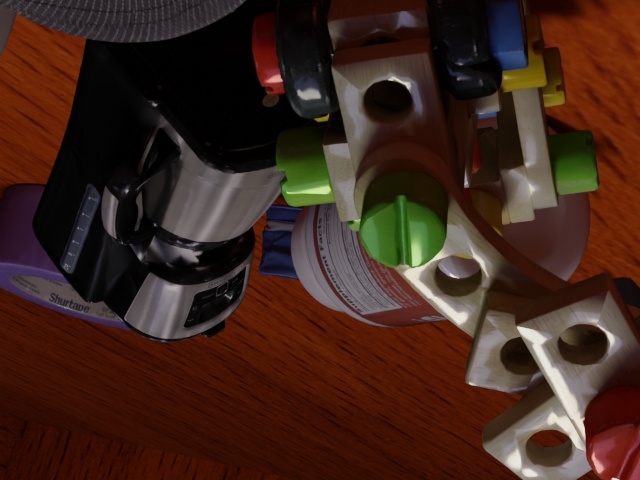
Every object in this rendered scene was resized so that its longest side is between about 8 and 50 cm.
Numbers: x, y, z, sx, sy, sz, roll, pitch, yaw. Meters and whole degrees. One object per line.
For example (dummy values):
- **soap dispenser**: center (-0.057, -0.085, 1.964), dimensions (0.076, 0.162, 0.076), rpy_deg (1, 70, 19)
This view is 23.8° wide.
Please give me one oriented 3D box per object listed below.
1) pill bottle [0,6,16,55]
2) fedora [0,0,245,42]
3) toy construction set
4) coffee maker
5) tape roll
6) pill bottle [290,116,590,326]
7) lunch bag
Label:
- **pill bottle**: center (-0.317, -0.154, 0.726), dimensions (0.323, 0.181, 0.181), rpy_deg (11, 164, 21)
- **fedora**: center (-0.119, -0.195, 0.484), dimensions (0.275, 0.124, 0.244), rpy_deg (31, 158, -19)
- **toy construction set**: center (0.059, -0.033, 0.614), dimensions (0.151, 0.327, 0.215), rpy_deg (-14, 121, -1)
- **coffee maker**: center (-0.082, -0.058, 0.809), dimensions (0.120, 0.171, 0.178), rpy_deg (-5, 149, -26)
- **tape roll**: center (-0.220, 0.019, 1.434), dimensions (0.189, 0.080, 0.189), rpy_deg (15, 165, 4)
- **pill bottle**: center (0.065, -0.007, 0.970), dimensions (0.121, 0.121, 0.216), rpy_deg (22, 164, -21)
- **lunch bag**: center (0.000, 0.000, 1.172), dimensions (0.098, 0.065, 0.067), rpy_deg (8, 178, 24)
